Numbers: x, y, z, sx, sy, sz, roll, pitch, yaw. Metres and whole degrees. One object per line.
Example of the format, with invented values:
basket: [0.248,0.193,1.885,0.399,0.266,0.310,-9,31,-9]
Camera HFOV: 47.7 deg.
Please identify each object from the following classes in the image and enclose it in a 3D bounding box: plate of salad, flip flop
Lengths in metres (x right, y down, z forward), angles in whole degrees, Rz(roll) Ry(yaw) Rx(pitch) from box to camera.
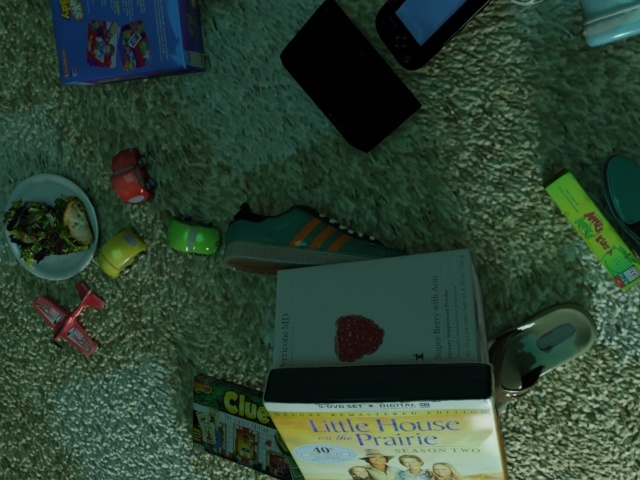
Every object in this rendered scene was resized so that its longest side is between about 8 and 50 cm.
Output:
plate of salad: [-0.499,-0.023,1.323,0.200,0.048,0.199,3,100,15]
flip flop: [0.301,0.196,1.123,0.277,0.080,0.112,-35,88,17]

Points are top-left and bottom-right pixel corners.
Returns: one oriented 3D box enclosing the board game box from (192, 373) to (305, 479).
board game box: [-0.117,0.322,1.240,0.260,0.030,0.136,7,97,34]

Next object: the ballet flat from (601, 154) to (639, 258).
ballet flat: [0.462,-0.022,1.050,0.072,0.068,0.213,-26,80,-7]

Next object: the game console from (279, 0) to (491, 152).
game console: [0.104,-0.300,1.045,0.213,0.044,0.361,49,133,-1]

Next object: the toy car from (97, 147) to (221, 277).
toy car: [-0.284,-0.025,1.261,0.225,0.053,0.238,15,103,13]

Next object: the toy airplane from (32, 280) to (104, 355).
toy airplane: [-0.461,0.138,1.348,0.151,0.028,0.151,2,100,14]

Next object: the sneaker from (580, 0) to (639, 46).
sneaker: [0.486,-0.407,0.955,0.319,0.127,0.208,-18,95,16]

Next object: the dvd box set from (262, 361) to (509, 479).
dvd box set: [0.121,0.327,1.078,0.308,0.062,0.420,-4,135,15]

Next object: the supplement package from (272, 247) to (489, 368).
supplement package: [0.095,0.139,1.087,0.293,0.175,0.177,-8,62,16]

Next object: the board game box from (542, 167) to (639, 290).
board game box: [0.397,-0.020,1.056,0.043,0.092,0.181,-38,88,16]

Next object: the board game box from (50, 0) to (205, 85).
board game box: [-0.329,-0.442,1.195,0.234,0.078,0.346,-2,98,16]

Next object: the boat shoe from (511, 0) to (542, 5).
boat shoe: [0.306,-0.496,1.002,0.116,0.099,0.319,7,100,14]

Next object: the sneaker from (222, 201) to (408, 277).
sneaker: [0.000,0.000,1.159,0.303,0.108,0.120,7,67,-2]
